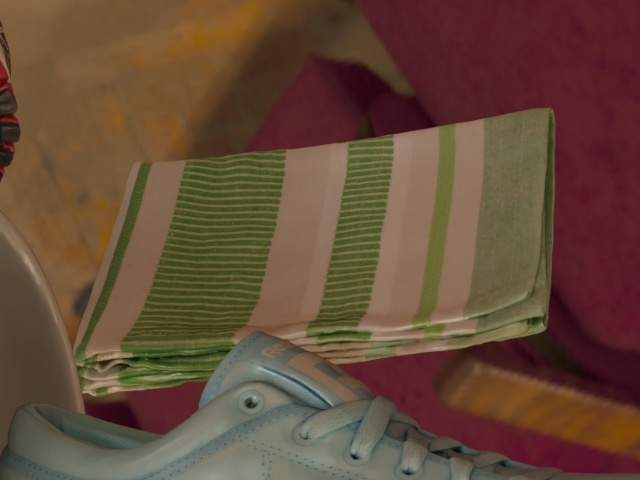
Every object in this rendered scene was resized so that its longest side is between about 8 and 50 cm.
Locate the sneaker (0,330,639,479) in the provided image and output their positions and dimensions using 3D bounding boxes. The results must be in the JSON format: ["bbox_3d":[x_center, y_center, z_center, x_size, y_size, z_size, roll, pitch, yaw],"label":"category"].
[{"bbox_3d":[0.008,0.113,0.816,0.366,0.150,0.135,-7,178,14],"label":"sneaker"}]

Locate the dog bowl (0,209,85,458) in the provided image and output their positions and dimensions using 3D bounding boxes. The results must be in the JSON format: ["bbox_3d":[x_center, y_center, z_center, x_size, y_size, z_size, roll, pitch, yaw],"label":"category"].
[{"bbox_3d":[-0.214,0.108,0.894,0.104,0.265,0.265,-8,136,15],"label":"dog bowl"}]

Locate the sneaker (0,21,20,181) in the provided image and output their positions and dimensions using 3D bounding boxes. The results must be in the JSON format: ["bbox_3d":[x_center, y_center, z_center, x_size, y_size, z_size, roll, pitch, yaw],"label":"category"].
[{"bbox_3d":[-0.263,-0.018,1.062,0.121,0.112,0.299,26,119,-26],"label":"sneaker"}]

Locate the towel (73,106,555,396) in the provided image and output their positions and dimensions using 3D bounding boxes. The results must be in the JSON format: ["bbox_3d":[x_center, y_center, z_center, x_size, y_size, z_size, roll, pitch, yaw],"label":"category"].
[{"bbox_3d":[0.000,0.000,1.243,0.325,0.248,0.038,-8,127,14],"label":"towel"}]
